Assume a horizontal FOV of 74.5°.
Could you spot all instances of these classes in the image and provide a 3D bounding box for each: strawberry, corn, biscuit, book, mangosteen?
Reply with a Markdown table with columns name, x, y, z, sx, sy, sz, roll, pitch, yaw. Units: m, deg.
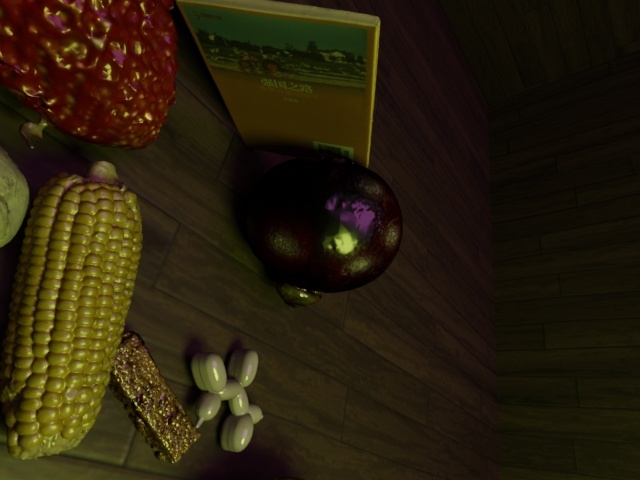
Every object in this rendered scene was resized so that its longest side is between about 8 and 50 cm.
| name | x | y | z | sx | sy | sz | roll | pitch | yaw |
| --- | --- | --- | --- | --- | --- | --- | --- | --- | --- |
| strawberry | -0.308 | -0.262 | 0.487 | 0.292 | 0.292 | 0.344 | -39 | 126 | -51 |
| corn | -0.294 | 0.067 | 0.502 | 0.130 | 0.130 | 0.347 | 23 | 64 | -48 |
| biscuit | -0.243 | 0.225 | 0.599 | 0.064 | 0.034 | 0.199 | -43 | 113 | -51 |
| book | -0.043 | -0.230 | 0.689 | 0.374 | 0.262 | 0.028 | 77 | 27 | -72 |
| mangosteen | 0.002 | -0.017 | 0.801 | 0.297 | 0.297 | 0.293 | 33 | 73 | -44 |

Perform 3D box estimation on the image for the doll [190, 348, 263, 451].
| name | x | y | z | sx | sy | sz | roll | pitch | yaw |
| --- | --- | --- | --- | --- | --- | --- | --- | --- | --- |
| doll | -0.146 | 0.262 | 0.694 | 0.161 | 0.059 | 0.160 | 21 | 64 | -59 |

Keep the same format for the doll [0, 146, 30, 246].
| name | x | y | z | sx | sy | sz | roll | pitch | yaw |
| --- | --- | --- | --- | --- | --- | --- | --- | --- | --- |
| doll | -0.409 | -0.012 | 0.376 | 0.278 | 0.149 | 0.175 | -45 | 149 | -36 |

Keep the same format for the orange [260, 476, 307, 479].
| name | x | y | z | sx | sy | sz | roll | pitch | yaw |
| --- | --- | --- | --- | --- | --- | --- | --- | --- | --- |
| orange | -0.052 | 0.516 | 0.589 | 0.329 | 0.249 | 0.329 | 19 | 68 | -58 |
